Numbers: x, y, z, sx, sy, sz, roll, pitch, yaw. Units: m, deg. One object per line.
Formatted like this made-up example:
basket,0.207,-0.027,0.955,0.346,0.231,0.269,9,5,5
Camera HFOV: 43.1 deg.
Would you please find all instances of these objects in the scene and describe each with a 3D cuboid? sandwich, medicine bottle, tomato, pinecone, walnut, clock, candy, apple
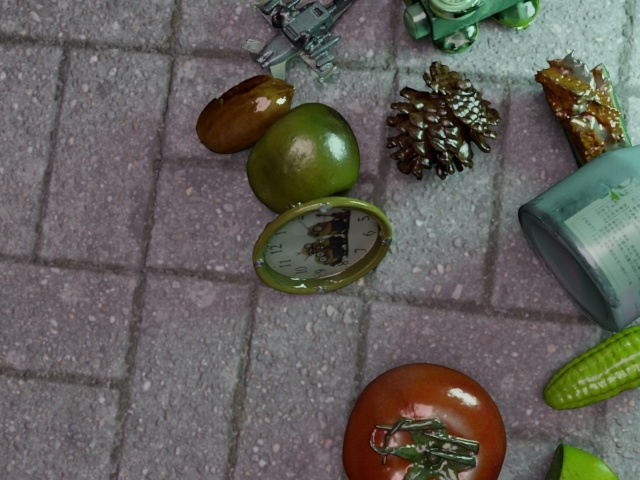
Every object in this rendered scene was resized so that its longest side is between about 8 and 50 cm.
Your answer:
sandwich,0.437,-0.210,1.323,0.109,0.160,0.185,-24,74,21
medicine bottle,0.494,-0.035,1.255,0.290,0.245,0.245,-36,82,0
tomato,0.158,0.316,1.249,0.255,0.224,0.256,0,84,0
pinecone,0.197,-0.189,1.341,0.179,0.150,0.195,44,89,8
walnut,-0.125,-0.216,1.378,0.207,0.116,0.116,-24,81,30
clock,0.000,0.000,1.317,0.237,0.237,0.057,-19,53,2
candy,0.455,0.213,1.305,0.209,0.097,0.097,-27,82,4
apple,-0.025,-0.127,1.334,0.196,0.196,0.157,-36,79,0

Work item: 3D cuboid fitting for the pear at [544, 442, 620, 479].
pear,0.385,0.460,1.207,0.159,0.292,0.292,24,86,16

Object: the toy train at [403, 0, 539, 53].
toy train,0.256,-0.445,1.370,0.271,0.159,0.188,-24,72,1

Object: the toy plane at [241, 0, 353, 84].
toy plane,-0.009,-0.386,1.413,0.262,0.088,0.192,-42,81,-1
